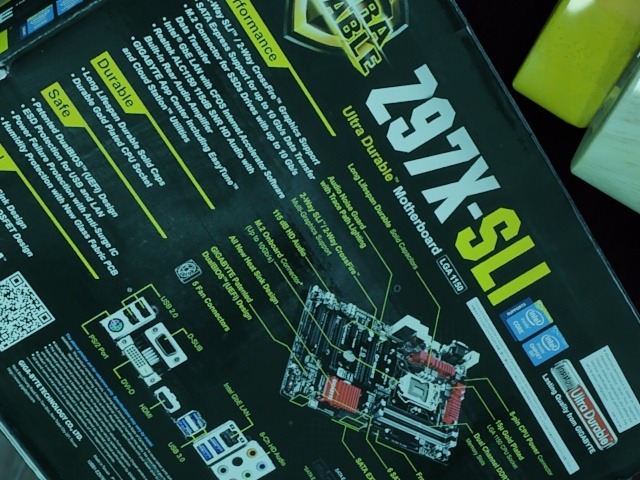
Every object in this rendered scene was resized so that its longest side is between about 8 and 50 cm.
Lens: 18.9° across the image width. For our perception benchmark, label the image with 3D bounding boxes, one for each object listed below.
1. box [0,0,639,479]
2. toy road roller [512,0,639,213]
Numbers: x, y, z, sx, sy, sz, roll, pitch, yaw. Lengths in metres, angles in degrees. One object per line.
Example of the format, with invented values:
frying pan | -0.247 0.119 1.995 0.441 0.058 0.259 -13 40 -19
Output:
box | -0.019 0.019 0.828 0.257 0.079 0.322 -32 115 5
toy road roller | 0.243 -0.144 0.803 0.202 0.329 0.240 31 130 2
